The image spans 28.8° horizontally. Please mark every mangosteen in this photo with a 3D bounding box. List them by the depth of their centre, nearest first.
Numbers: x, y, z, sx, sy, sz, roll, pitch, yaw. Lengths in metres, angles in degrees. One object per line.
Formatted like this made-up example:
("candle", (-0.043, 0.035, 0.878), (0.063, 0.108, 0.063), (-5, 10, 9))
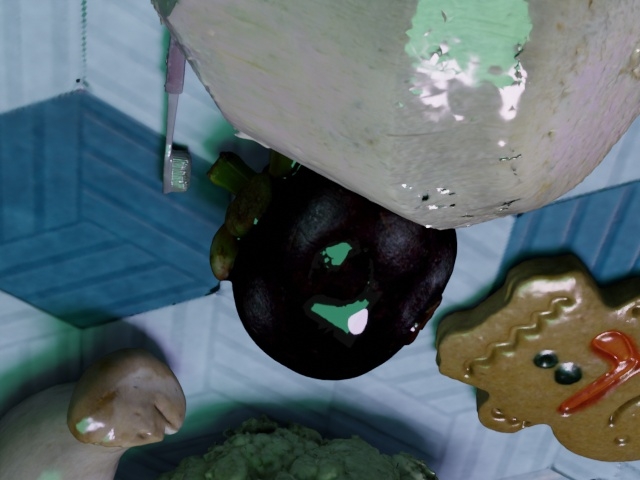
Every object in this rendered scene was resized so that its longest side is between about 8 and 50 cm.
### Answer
("mangosteen", (0.000, 0.000, 0.696), (0.151, 0.137, 0.137), (39, 127, 7))

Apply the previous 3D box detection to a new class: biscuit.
("biscuit", (0.187, 0.092, 0.840), (0.225, 0.036, 0.166), (33, 123, -29))

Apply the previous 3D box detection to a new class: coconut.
("coconut", (0.032, -0.123, 0.517), (0.234, 0.224, 0.224), (34, 136, 21))

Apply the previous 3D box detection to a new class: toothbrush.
("toothbrush", (-0.074, -0.099, 0.665), (0.017, 0.014, 0.194), (4, 133, -5))

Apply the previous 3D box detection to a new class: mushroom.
("mushroom", (-0.173, 0.148, 0.842), (0.097, 0.088, 0.212), (32, 123, -26))

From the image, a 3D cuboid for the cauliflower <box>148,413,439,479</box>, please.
("cauliflower", (-0.018, 0.257, 0.898), (0.272, 0.275, 0.250), (-43, 169, -4))
